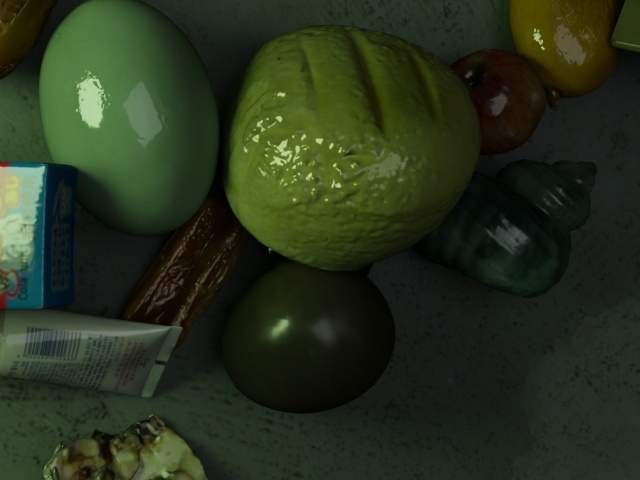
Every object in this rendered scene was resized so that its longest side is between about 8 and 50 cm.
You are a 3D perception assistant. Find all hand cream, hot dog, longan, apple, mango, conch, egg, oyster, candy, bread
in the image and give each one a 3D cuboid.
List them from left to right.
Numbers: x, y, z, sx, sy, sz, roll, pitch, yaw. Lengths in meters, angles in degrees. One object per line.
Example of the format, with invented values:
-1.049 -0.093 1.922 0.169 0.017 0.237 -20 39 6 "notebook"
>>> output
-0.423 -0.009 1.259 0.306 0.100 0.157 2 92 8 "candy"
-0.372 -0.292 1.329 0.156 0.151 0.248 15 76 15 "mango"
-0.298 0.125 1.383 0.248 0.133 0.083 13 41 -23 "hand cream"
-0.221 -0.143 1.356 0.203 0.203 0.282 -19 97 -21 "egg"
-0.199 0.376 1.432 0.201 0.107 0.354 -39 92 -38 "oyster"
-0.170 0.049 1.454 0.092 0.062 0.235 37 82 -2 "hot dog"
-0.014 0.119 1.451 0.220 0.196 0.196 -8 93 -11 "longan"
0.035 -0.122 1.409 0.321 0.237 0.320 21 37 -17 "bread"
0.231 -0.185 1.578 0.146 0.146 0.131 -57 135 -13 "apple"
0.253 -0.027 1.582 0.277 0.195 0.220 -27 71 4 "conch"
0.349 -0.333 1.640 0.177 0.119 0.316 8 80 -21 "mango"

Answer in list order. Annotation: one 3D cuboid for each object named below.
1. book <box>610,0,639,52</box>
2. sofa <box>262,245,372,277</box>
0.501 -0.350 1.555 0.026 0.161 0.230 31 79 -60 "book"
0.000 0.000 1.534 0.147 0.060 0.085 21 99 -21 "sofa"
